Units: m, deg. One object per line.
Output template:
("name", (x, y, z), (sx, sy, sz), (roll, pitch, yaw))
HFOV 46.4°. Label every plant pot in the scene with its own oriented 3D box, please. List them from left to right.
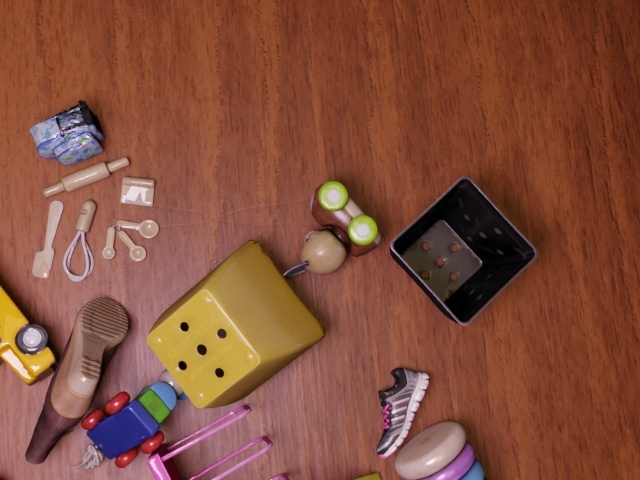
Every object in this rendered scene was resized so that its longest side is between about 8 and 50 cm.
("plant pot", (-0.155, 0.154, 1.228), (0.212, 0.187, 0.212), (-39, 87, 19))
("plant pot", (0.235, 0.026, 1.337), (0.188, 0.167, 0.187), (-42, 88, -9))

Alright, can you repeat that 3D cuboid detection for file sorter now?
("file sorter", (-0.131, 0.434, 1.222), (0.182, 0.202, 0.291), (-27, 85, -12))

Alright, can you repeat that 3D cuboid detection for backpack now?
("backpack", (-0.450, -0.182, 1.332), (0.114, 0.105, 0.084), (-21, 83, -6))

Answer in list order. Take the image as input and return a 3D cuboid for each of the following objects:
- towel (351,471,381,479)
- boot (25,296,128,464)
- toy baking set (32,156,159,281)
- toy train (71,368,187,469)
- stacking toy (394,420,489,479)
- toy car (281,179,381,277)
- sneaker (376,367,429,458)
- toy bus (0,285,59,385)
("towel", (0.048, 0.451, 1.231), (0.021, 0.237, 0.102), (-23, 73, 29))
("boot", (-0.419, 0.228, 1.263), (0.090, 0.248, 0.207), (31, 115, -18))
("toy baking set", (-0.413, -0.036, 1.351), (0.256, 0.030, 0.197), (-19, 84, -8))
("toy train", (-0.326, 0.303, 1.269), (0.105, 0.248, 0.143), (51, 40, -5))
("stacking toy", (0.271, 0.484, 1.297), (0.141, 0.141, 0.330), (-34, 92, -10))
("toy car", (0.000, 0.000, 1.336), (0.188, 0.155, 0.149), (-41, 87, 2))
("sneaker", (0.129, 0.302, 1.337), (0.075, 0.063, 0.170), (27, 75, -1))
("toy bus", (-0.585, 0.111, 1.260), (0.130, 0.108, 0.333), (-38, 86, -22))
